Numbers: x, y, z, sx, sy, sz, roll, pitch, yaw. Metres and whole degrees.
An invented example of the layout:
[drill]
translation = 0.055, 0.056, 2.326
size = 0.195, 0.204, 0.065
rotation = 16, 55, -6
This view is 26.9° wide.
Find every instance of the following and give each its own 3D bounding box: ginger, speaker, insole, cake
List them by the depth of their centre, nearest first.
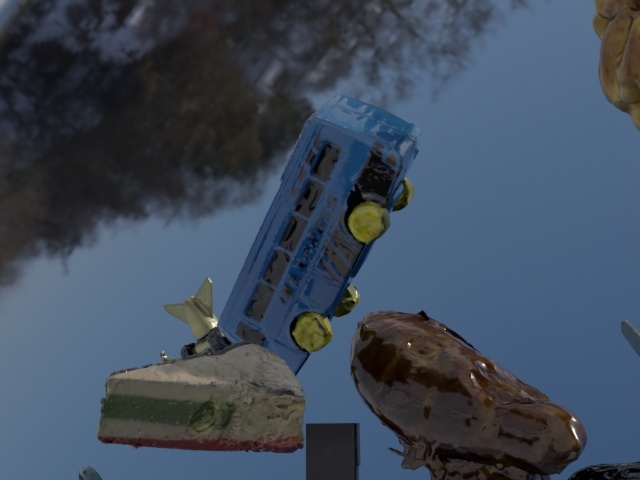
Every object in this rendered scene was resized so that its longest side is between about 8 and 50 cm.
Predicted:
[cake]
translation = -0.127, 0.162, 1.422
size = 0.116, 0.220, 0.086
rotation = -118, -145, -66
[insole]
translation = 0.424, 0.172, 1.615
size = 0.010, 0.192, 0.063
rotation = -30, 152, -7
[ginger]
translation = 0.180, 0.260, 1.864
size = 0.418, 0.176, 0.254
rotation = 35, -59, 40
[speaker]
translation = 0.020, 0.383, 2.003
size = 0.044, 0.082, 0.218
rotation = 44, 44, -81

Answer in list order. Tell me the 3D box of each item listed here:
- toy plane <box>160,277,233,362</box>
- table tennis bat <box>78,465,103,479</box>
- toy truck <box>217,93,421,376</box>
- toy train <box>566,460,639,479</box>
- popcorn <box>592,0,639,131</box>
[toy plane]
translation = -0.154, 0.186, 2.125
size = 0.229, 0.244, 0.092
rotation = -32, 174, 33
[table tennis bat]
translation = -0.227, 0.343, 1.490
size = 0.033, 0.201, 0.124
rotation = -24, -161, -19
[toy truck]
translation = 0.000, 0.000, 1.804
size = 0.385, 0.162, 0.161
rotation = -64, 174, 26
[toy train]
translation = 0.390, 0.302, 1.634
size = 0.052, 0.051, 0.234
rotation = -44, -169, -30
[popcorn]
translation = 0.518, -0.256, 1.773
size = 0.381, 0.349, 0.349
rotation = 100, 13, -54
